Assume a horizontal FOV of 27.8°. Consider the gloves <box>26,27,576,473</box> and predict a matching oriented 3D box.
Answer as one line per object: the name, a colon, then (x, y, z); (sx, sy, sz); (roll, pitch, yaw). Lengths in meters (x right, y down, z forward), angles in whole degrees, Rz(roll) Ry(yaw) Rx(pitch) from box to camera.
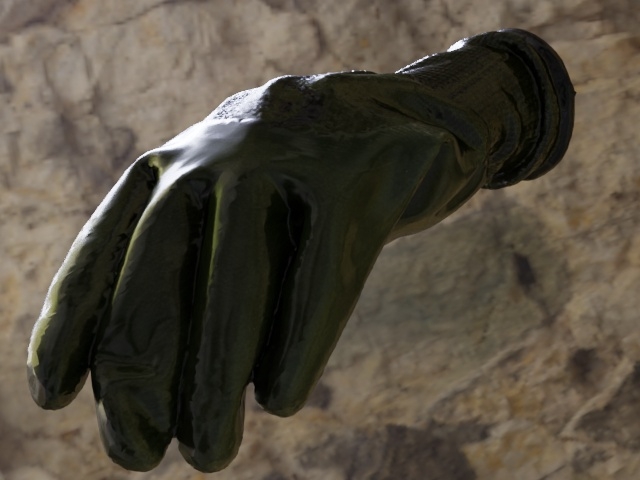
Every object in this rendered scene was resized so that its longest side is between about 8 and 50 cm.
gloves: (-0.004, -0.014, 0.514); (0.107, 0.268, 0.135); (56, -33, -8)
